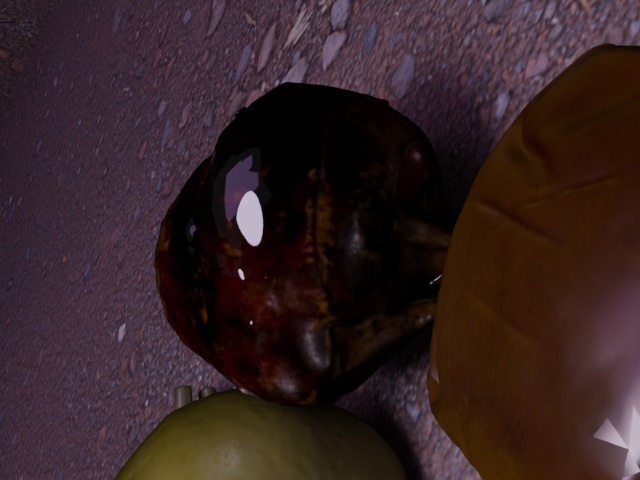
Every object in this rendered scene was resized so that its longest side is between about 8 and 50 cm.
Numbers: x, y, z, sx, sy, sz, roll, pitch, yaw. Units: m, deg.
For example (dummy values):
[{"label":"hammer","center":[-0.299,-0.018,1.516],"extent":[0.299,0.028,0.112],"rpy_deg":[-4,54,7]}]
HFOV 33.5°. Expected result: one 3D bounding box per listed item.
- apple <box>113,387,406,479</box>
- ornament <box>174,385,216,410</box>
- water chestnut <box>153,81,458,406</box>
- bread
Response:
[{"label":"apple","center":[-0.080,0.268,0.916],"extent":[0.258,0.233,0.295],"rpy_deg":[41,112,57]},{"label":"ornament","center":[-0.177,0.324,1.258],"extent":[0.230,0.061,0.245],"rpy_deg":[-42,48,49]},{"label":"water chestnut","center":[0.000,0.000,0.908],"extent":[0.289,0.244,0.289],"rpy_deg":[-48,5,6]},{"label":"bread","center":[0.188,0.041,0.537],"extent":[0.250,0.225,0.279],"rpy_deg":[-68,23,9]}]
